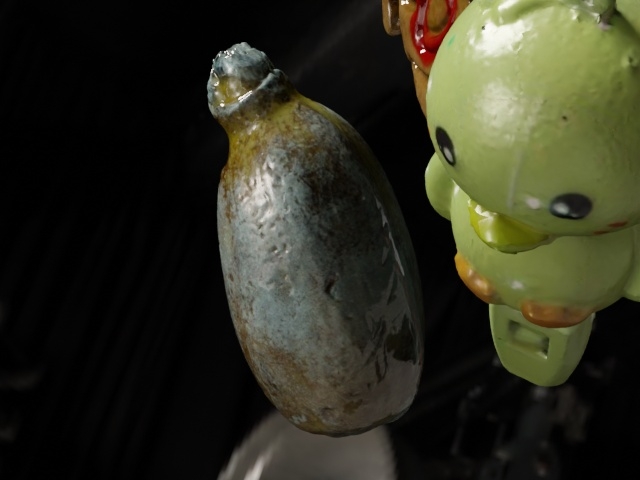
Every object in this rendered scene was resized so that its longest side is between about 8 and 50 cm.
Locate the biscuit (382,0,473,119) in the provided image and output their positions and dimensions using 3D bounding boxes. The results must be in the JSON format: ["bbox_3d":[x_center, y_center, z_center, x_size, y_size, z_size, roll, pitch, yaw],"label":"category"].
[{"bbox_3d":[0.127,-0.268,1.544,0.063,0.367,0.314,1,-15,-27],"label":"biscuit"}]

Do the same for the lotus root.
[{"bbox_3d":[0.000,0.000,1.360,0.140,0.158,0.322,2,-64,36],"label":"lotus root"}]

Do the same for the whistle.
[{"bbox_3d":[0.108,-0.012,0.850,0.141,0.141,0.294,15,-49,10],"label":"whistle"}]
